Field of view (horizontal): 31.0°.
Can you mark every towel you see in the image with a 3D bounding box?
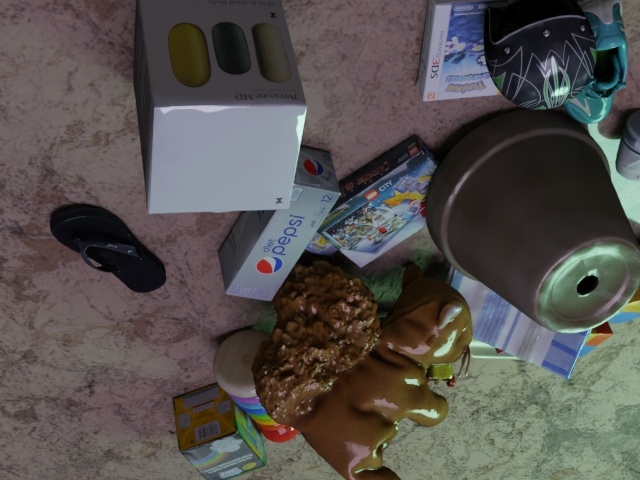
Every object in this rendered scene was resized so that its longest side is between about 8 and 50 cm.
[{"bbox_3d":[0.358,0.129,2.132,0.285,0.034,0.209,25,129,13],"label":"towel"}]

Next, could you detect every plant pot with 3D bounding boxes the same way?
[{"bbox_3d":[0.369,-0.006,1.871,0.323,0.280,0.323,-11,129,-14],"label":"plant pot"}]

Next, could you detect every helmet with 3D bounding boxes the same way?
[{"bbox_3d":[0.309,-0.265,1.626,0.169,0.161,0.169,-7,137,-7],"label":"helmet"}]

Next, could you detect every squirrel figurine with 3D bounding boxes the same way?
[{"bbox_3d":[0.087,0.201,2.069,0.397,0.281,0.370,37,97,-27],"label":"squirrel figurine"}]

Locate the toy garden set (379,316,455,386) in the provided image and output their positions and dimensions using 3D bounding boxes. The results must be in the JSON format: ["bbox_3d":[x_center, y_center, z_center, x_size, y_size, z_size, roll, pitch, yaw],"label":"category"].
[{"bbox_3d":[0.191,0.224,2.331,0.203,0.049,0.244,1,138,-13],"label":"toy garden set"}]

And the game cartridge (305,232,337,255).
[{"bbox_3d":[0.000,0.000,2.041,0.083,0.017,0.056,20,134,-33],"label":"game cartridge"}]

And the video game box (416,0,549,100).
[{"bbox_3d":[0.255,-0.298,1.734,0.205,0.048,0.187,-6,141,-7],"label":"video game box"}]

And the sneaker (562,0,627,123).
[{"bbox_3d":[0.416,-0.257,1.767,0.107,0.110,0.275,-14,150,2],"label":"sneaker"}]

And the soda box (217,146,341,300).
[{"bbox_3d":[-0.074,-0.026,1.926,0.091,0.098,0.286,10,136,-26],"label":"soda box"}]

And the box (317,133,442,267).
[{"bbox_3d":[0.113,-0.063,1.963,0.233,0.044,0.159,-34,135,18],"label":"box"}]

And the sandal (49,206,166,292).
[{"bbox_3d":[-0.347,0.022,1.945,0.097,0.054,0.254,-31,137,20],"label":"sandal"}]

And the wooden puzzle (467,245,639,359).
[{"bbox_3d":[0.491,0.140,2.235,0.322,0.080,0.348,6,139,-35],"label":"wooden puzzle"}]

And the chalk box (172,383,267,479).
[{"bbox_3d":[-0.197,0.405,2.377,0.132,0.132,0.213,-20,141,7],"label":"chalk box"}]

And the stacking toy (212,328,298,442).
[{"bbox_3d":[-0.107,0.314,2.297,0.141,0.141,0.330,-15,144,3],"label":"stacking toy"}]

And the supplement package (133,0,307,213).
[{"bbox_3d":[-0.145,-0.199,1.576,0.199,0.263,0.198,-2,139,-13],"label":"supplement package"}]

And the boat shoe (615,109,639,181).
[{"bbox_3d":[0.678,-0.129,1.974,0.367,0.136,0.156,0,139,-10],"label":"boat shoe"}]
